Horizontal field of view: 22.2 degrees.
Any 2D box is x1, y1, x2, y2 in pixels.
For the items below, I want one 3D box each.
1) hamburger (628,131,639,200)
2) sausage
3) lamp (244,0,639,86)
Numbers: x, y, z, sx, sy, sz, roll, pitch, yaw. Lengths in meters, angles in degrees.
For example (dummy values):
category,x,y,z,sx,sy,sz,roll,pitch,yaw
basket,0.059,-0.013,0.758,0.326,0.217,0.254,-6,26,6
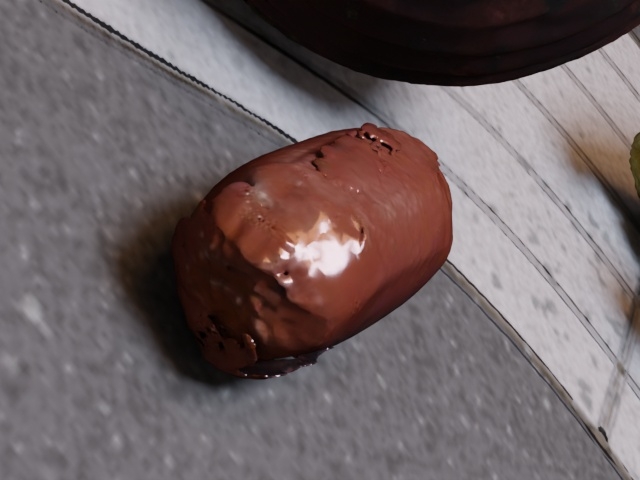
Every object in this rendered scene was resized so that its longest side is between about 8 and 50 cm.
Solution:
category,x,y,z,sx,sy,sz,roll,pitch,yaw
hamburger,0.288,0.012,0.892,0.288,0.192,0.167,0,54,-28
sausage,0.000,0.000,0.563,0.076,0.076,0.141,60,31,2
lamp,0.056,-0.179,0.652,0.247,0.247,0.247,37,36,-33
